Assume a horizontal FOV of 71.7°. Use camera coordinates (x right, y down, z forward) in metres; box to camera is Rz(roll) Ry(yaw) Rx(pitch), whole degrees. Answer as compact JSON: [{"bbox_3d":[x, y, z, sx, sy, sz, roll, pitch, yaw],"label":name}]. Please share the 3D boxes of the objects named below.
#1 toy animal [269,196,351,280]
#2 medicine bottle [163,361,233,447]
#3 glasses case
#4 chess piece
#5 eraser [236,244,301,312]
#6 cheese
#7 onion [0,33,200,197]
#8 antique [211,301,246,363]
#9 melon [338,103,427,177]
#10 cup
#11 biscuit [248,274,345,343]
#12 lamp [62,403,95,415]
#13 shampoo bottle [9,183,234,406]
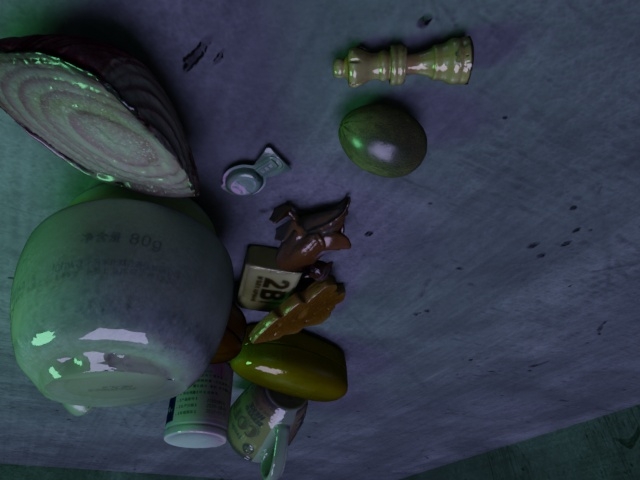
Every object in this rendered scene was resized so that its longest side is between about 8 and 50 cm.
[{"bbox_3d":[0.000,0.000,0.812,0.188,0.089,0.179,-34,131,16],"label":"toy animal"},{"bbox_3d":[-0.303,0.380,1.136,0.152,0.254,0.152,-2,141,-1],"label":"medicine bottle"},{"bbox_3d":[-0.063,0.345,1.198,0.173,0.141,0.371,-33,133,32],"label":"glasses case"},{"bbox_3d":[0.101,-0.222,0.562,0.172,0.060,0.060,-2,142,3],"label":"chess piece"},{"bbox_3d":[-0.110,0.087,0.936,0.117,0.058,0.172,9,141,-13],"label":"eraser"},{"bbox_3d":[-0.110,-0.104,0.718,0.120,0.026,0.067,-25,137,25],"label":"cheese"},{"bbox_3d":[-0.283,-0.172,0.572,0.247,0.111,0.250,12,156,18],"label":"onion"},{"bbox_3d":[-0.282,0.188,0.976,0.223,0.129,0.278,30,142,-27],"label":"antique"},{"bbox_3d":[0.088,-0.141,0.626,0.130,0.098,0.098,12,139,-14],"label":"melon"},{"bbox_3d":[-0.147,0.547,1.336,0.227,0.301,0.257,10,132,-23],"label":"cup"},{"bbox_3d":[-0.050,0.157,0.975,0.238,0.041,0.212,-23,154,-18],"label":"biscuit"},{"bbox_3d":[-0.751,0.456,1.342,0.106,0.106,0.193,-15,131,15],"label":"lamp"},{"bbox_3d":[-0.302,0.086,0.707,0.322,0.317,0.322,-6,136,-6],"label":"shampoo bottle"}]
